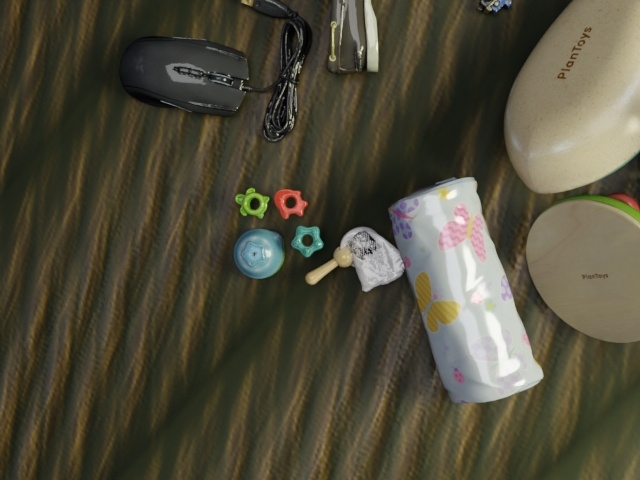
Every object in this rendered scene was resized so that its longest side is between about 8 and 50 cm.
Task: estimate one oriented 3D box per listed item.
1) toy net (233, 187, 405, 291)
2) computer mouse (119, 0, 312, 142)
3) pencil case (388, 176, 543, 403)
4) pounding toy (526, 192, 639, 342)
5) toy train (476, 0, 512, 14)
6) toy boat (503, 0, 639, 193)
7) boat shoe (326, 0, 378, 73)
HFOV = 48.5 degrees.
[{"bbox_3d":[0.000,0.000,0.928,0.232,0.045,0.122,7,90,8],"label":"toy net"},{"bbox_3d":[-0.142,-0.251,0.937,0.262,0.060,0.184,18,94,8],"label":"computer mouse"},{"bbox_3d":[0.176,0.060,0.860,0.124,0.113,0.273,-18,87,-33],"label":"pencil case"},{"bbox_3d":[0.370,0.024,0.824,0.236,0.110,0.183,26,134,41],"label":"pounding toy"},{"bbox_3d":[0.261,-0.338,0.888,0.158,0.027,0.036,-42,95,7],"label":"toy train"},{"bbox_3d":[0.357,-0.141,0.776,0.268,0.148,0.318,-57,40,1],"label":"toy boat"},{"bbox_3d":[0.033,-0.326,0.896,0.068,0.081,0.228,-4,93,5],"label":"boat shoe"}]
